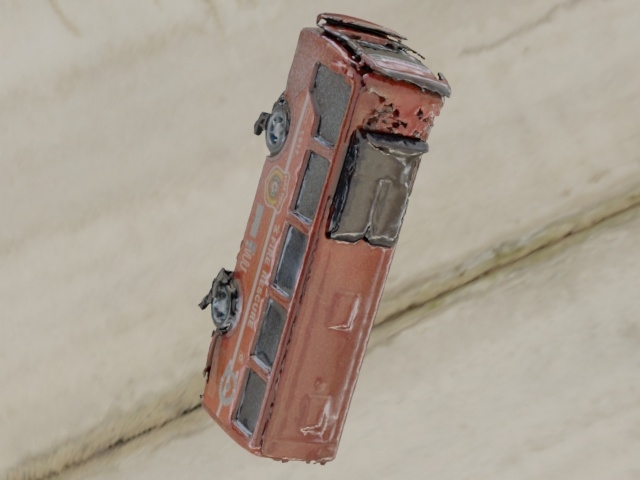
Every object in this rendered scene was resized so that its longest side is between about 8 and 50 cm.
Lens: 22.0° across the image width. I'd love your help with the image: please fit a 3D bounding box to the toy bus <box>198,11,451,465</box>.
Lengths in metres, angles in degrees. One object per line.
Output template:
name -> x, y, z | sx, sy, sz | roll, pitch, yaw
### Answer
toy bus -> 0.000, 0.000, 0.885 | 0.073, 0.096, 0.235 | 8, -73, -32
